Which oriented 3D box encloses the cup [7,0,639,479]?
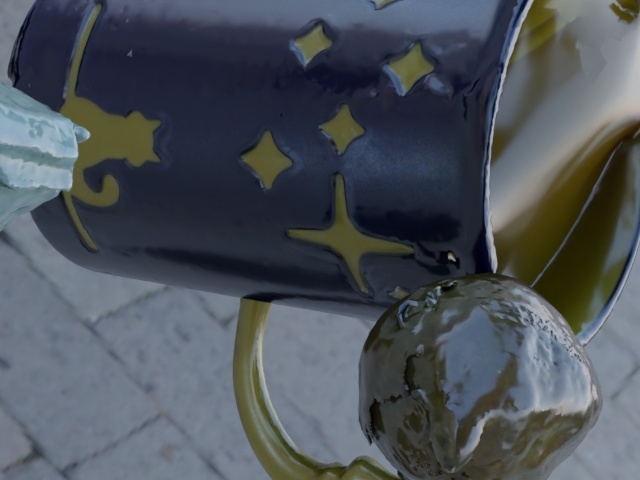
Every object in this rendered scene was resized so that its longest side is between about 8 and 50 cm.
[{"bbox_3d":[-0.009,-0.011,0.719,0.256,0.255,0.178,7,-14,31],"label":"cup"}]

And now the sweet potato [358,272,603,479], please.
[{"bbox_3d":[0.051,0.057,0.577,0.075,0.075,0.273,47,-5,8],"label":"sweet potato"}]

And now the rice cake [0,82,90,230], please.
[{"bbox_3d":[-0.165,0.027,0.415,0.085,0.226,0.040,18,38,-56],"label":"rice cake"}]
